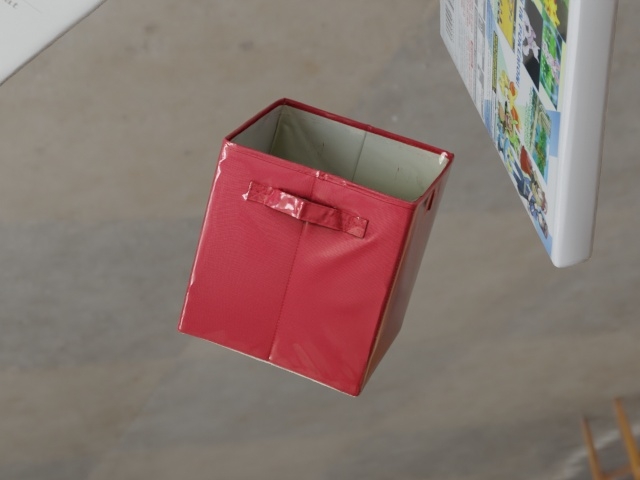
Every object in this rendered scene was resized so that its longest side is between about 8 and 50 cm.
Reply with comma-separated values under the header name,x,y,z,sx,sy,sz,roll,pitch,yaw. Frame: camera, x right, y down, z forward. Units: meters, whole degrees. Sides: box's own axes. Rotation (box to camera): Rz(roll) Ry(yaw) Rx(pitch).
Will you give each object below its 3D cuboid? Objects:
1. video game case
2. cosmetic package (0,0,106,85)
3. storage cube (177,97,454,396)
name,x,y,z,sx,sy,sz,roll,pitch,yaw
video game case,0.148,-0.194,1.071,0.036,0.300,0.329,-13,138,-7
cosmetic package,-0.284,-0.360,1.144,0.327,0.329,0.393,36,148,-22
storage cube,0.000,0.000,1.322,0.183,0.193,0.215,19,-160,9
